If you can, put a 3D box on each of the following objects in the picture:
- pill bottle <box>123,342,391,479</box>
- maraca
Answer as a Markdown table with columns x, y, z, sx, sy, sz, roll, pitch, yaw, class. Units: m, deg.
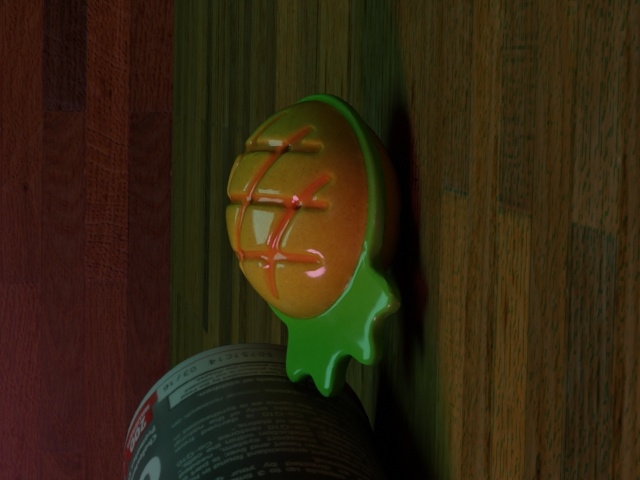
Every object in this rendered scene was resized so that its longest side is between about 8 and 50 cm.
| x | y | z | sx | sy | sz | roll | pitch | yaw | class |
| --- | --- | --- | --- | --- | --- | --- | --- | --- | --- |
| -0.027 | 0.184 | 1.118 | 0.283 | 0.161 | 0.161 | -112 | 24 | -68 | pill bottle |
| 0.000 | 0.000 | 1.156 | 0.127 | 0.099 | 0.185 | -43 | 50 | 44 | maraca |
